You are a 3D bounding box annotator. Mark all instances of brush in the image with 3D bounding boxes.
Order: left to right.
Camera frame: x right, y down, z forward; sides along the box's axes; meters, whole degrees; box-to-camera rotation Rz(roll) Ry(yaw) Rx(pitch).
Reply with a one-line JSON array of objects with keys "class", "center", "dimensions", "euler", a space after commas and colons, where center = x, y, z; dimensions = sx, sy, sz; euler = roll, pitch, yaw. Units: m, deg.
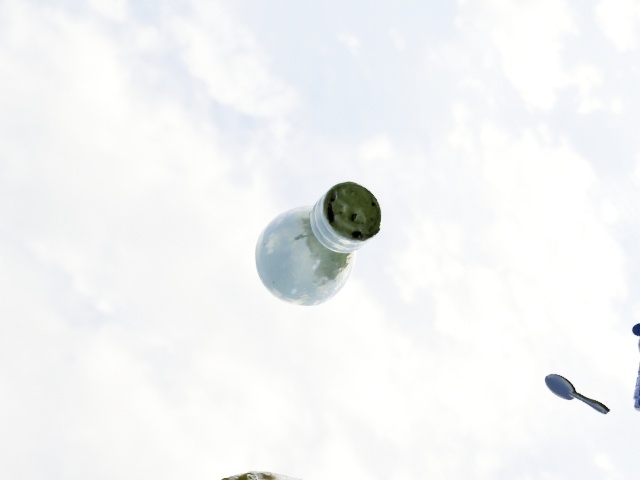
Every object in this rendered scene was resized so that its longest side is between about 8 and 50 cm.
[{"class": "brush", "center": [0.249, 0.150, 1.139], "dimensions": [0.008, 0.024, 0.083], "euler": [-10, -158, -35]}]

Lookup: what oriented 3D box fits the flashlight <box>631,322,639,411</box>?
[{"class": "flashlight", "center": [0.424, 0.165, 1.511], "dimensions": [0.035, 0.057, 0.121], "euler": [71, -148, -60]}]

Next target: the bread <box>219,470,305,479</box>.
[{"class": "bread", "center": [0.012, 0.220, 0.633], "dimensions": [0.222, 0.096, 0.181], "euler": [29, -147, -51]}]

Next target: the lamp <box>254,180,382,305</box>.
[{"class": "lamp", "center": [0.000, 0.000, 1.180], "dimensions": [0.106, 0.193, 0.106], "euler": [8, -113, -19]}]
